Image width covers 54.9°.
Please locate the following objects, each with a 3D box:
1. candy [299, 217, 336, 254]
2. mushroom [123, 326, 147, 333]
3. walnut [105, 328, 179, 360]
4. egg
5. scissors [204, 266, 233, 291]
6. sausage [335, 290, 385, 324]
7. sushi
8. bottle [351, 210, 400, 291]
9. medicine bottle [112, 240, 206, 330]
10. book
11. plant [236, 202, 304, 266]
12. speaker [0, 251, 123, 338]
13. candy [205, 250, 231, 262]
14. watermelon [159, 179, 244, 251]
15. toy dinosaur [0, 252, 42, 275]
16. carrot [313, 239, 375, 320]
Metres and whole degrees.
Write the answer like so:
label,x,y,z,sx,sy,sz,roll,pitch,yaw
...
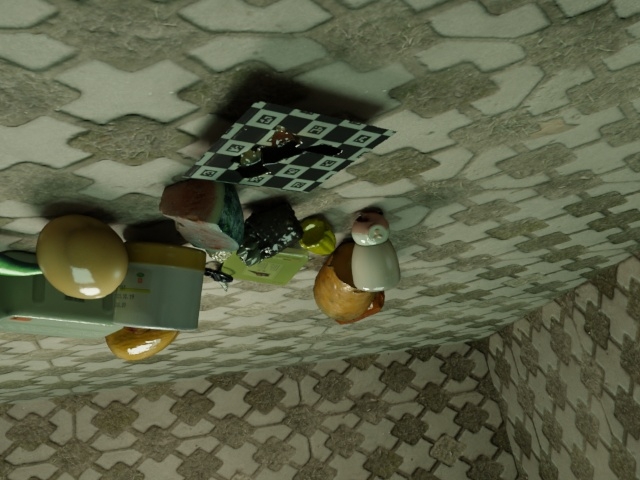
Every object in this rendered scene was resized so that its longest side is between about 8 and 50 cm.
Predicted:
label,x,y,z,sx,sy,sz,roll,pitch,yaw
candy,0.000,0.000,1.898,0.106,0.094,0.199,-11,162,14
mushroom,-0.552,0.222,2.029,0.231,0.138,0.194,-43,-167,3
walnut,-0.639,0.332,2.276,0.297,0.203,0.203,-10,159,-11
egg,-0.601,0.035,1.548,0.201,0.201,0.244,-14,147,7
scissors,-0.348,0.145,2.155,0.109,0.022,0.300,16,162,3
sausage,0.147,0.247,2.516,0.153,0.141,0.268,10,148,-41
sushi,-0.077,-0.216,1.365,0.359,0.064,0.343,4,158,-37
bottle,0.161,0.024,1.885,0.147,0.237,0.147,-8,-163,2
medicine bottle,-0.451,0.130,1.729,0.237,0.232,0.238,6,172,1
book,-0.191,0.076,1.989,0.239,0.035,0.352,9,160,-14
plant,-0.152,-0.019,1.701,0.194,0.132,0.129,-26,-176,4
speaker,-0.774,0.173,1.824,0.183,0.184,0.406,-23,156,30
candy,-0.286,0.005,1.762,0.085,0.095,0.110,-49,180,-31
watermelon,-0.300,-0.073,1.576,0.226,0.148,0.318,18,164,-19
toy dinosaur,-0.832,-0.030,1.452,0.499,0.144,0.375,-10,145,-30
carrot,0.094,0.145,2.146,0.224,0.224,0.341,-5,153,-14
